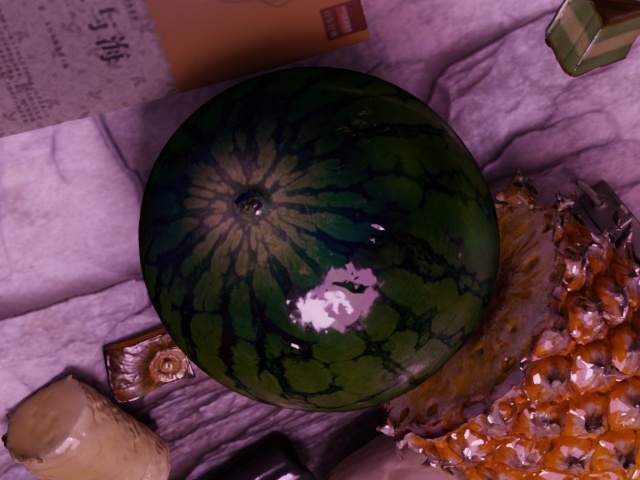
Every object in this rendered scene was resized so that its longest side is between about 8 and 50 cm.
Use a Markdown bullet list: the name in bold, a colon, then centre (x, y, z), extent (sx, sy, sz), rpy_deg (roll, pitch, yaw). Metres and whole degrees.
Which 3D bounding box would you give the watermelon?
- **watermelon**: centre (0.000, 0.000, 1.665), extent (0.363, 0.363, 0.363), rpy_deg (-13, 134, -14)

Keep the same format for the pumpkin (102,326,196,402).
- **pumpkin**: centre (-0.186, 0.129, 1.915), extent (0.101, 0.035, 0.073), rpy_deg (-16, 124, -6)

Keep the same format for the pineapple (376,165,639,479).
- **pineapple**: centre (0.240, 0.123, 1.872), extent (0.300, 0.352, 0.352), rpy_deg (26, 116, -33)

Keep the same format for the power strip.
- **power strip**: centre (0.333, -0.022, 1.984), extent (0.042, 0.075, 0.175), rpy_deg (-39, 133, 9)

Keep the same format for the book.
- **book**: centre (-0.166, -0.230, 1.548), extent (0.388, 0.032, 0.269), rpy_deg (-15, 136, 3)

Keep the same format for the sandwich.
- **sandwich**: centre (0.302, -0.203, 1.801), extent (0.116, 0.074, 0.074), rpy_deg (9, 126, -31)

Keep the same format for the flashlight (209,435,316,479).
- **flashlight**: centre (-0.194, 0.370, 2.090), extent (0.424, 0.103, 0.103), rpy_deg (-31, 136, 3)

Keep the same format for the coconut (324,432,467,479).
- **coconut**: centre (0.154, 0.337, 2.085), extent (0.328, 0.329, 0.329), rpy_deg (-13, 134, -14)

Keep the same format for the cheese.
- **cheese**: centre (-0.254, 0.232, 1.932), extent (0.123, 0.094, 0.167), rpy_deg (-37, 135, 9)
